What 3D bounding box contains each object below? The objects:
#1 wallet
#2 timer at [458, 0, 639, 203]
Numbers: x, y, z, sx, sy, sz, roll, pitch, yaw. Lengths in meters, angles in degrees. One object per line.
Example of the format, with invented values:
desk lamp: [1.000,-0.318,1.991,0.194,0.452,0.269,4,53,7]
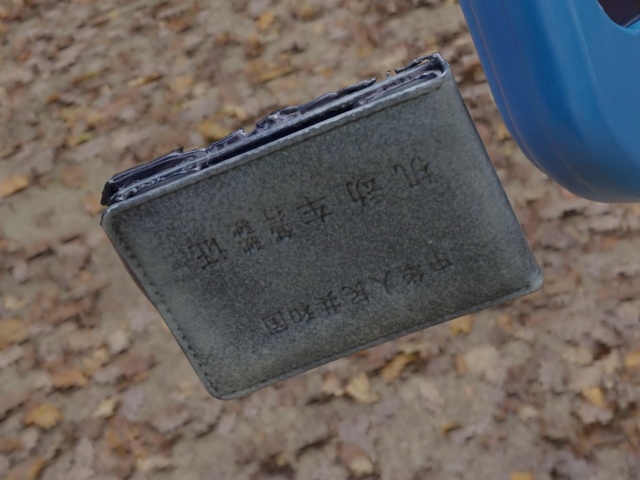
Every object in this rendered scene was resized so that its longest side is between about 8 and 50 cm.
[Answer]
wallet: [0.000,0.001,0.813,0.222,0.167,0.036,-19,33,14]
timer: [0.220,-0.203,0.948,0.340,0.309,0.115,-33,19,-36]
